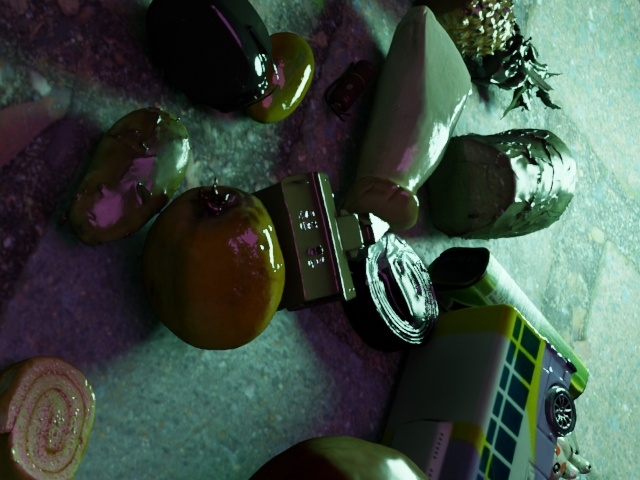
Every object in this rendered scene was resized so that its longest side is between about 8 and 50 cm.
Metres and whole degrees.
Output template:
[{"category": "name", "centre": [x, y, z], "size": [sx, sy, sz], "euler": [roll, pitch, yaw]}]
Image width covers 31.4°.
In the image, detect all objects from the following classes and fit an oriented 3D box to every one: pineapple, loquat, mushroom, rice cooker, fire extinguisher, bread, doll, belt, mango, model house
[{"category": "pineapple", "centre": [0.329, -0.347, 2.092], "size": [0.364, 0.165, 0.166], "euler": [40, 53, -37]}, {"category": "loquat", "centre": [-0.132, 0.031, 1.439], "size": [0.176, 0.187, 0.234], "euler": [-29, 129, -51]}, {"category": "mushroom", "centre": [0.145, -0.187, 1.856], "size": [0.154, 0.137, 0.407], "euler": [49, 50, -43]}, {"category": "rice cooker", "centre": [-0.145, -0.269, 1.553], "size": [0.203, 0.142, 0.118], "euler": [53, 34, -29]}, {"category": "fire extinguisher", "centre": [0.046, -0.243, 1.831], "size": [0.056, 0.039, 0.132], "euler": [33, 50, 2]}, {"category": "bread", "centre": [-0.325, 0.206, 1.283], "size": [0.122, 0.073, 0.149], "euler": [35, 54, -31]}, {"category": "doll", "centre": [0.398, 0.371, 2.020], "size": [0.192, 0.095, 0.149], "euler": [-7, 79, -47]}, {"category": "belt", "centre": [0.107, 0.078, 1.786], "size": [0.198, 0.078, 0.151], "euler": [58, 46, -18]}, {"category": "mango", "centre": [-0.066, -0.236, 1.679], "size": [0.103, 0.076, 0.161], "euler": [49, 51, -34]}, {"category": "model house", "centre": [0.000, 0.000, 1.608], "size": [0.248, 0.176, 0.181], "euler": [-10, 87, -44]}]

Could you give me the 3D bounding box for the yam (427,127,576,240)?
[{"category": "yam", "centre": [0.312, -0.105, 1.986], "size": [0.271, 0.201, 0.203], "euler": [-7, 84, -42]}]

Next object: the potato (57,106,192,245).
[{"category": "potato", "centre": [-0.240, -0.079, 1.431], "size": [0.117, 0.090, 0.225], "euler": [42, 53, -14]}]

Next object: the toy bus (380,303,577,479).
[{"category": "toy bus", "centre": [0.222, 0.334, 1.745], "size": [0.249, 0.209, 0.440], "euler": [45, 51, -32]}]

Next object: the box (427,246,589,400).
[{"category": "box", "centre": [0.325, 0.149, 1.968], "size": [0.345, 0.134, 0.097], "euler": [46, 54, -29]}]

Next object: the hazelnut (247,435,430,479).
[{"category": "hazelnut", "centre": [0.027, 0.429, 1.427], "size": [0.365, 0.365, 0.366], "euler": [15, 69, -45]}]
